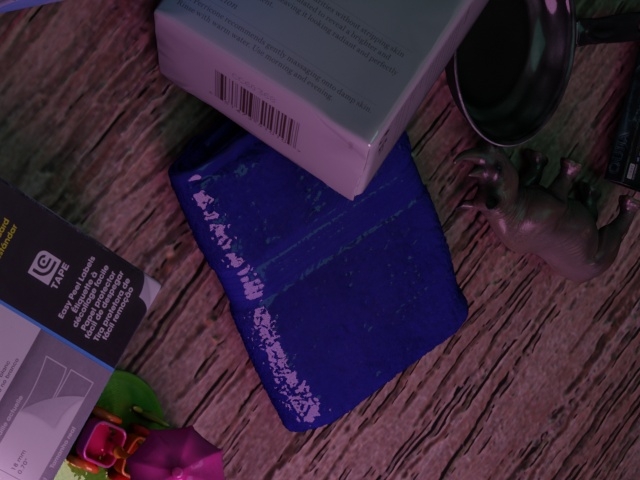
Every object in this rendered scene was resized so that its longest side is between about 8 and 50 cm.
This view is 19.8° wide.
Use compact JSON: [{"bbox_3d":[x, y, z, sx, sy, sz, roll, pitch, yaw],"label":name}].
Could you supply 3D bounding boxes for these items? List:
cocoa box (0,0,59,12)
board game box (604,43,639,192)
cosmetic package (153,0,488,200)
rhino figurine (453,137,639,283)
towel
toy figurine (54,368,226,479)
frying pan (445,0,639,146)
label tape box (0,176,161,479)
[{"bbox_3d":[-0.095,-0.304,1.231,0.231,0.347,0.228,-19,97,-35],"label":"cocoa box"},{"bbox_3d":[0.361,-0.141,1.929,0.126,0.026,0.186,15,91,-52],"label":"board game box"},{"bbox_3d":[0.051,-0.260,1.534,0.217,0.156,0.385,34,75,6],"label":"cosmetic package"},{"bbox_3d":[0.218,-0.034,1.828,0.243,0.073,0.106,26,81,-37],"label":"rhino figurine"},{"bbox_3d":[0.000,0.000,1.672,0.227,0.076,0.308,-34,120,-20],"label":"towel"},{"bbox_3d":[-0.131,0.198,1.553,0.173,0.159,0.130,31,81,-39],"label":"toy figurine"},{"bbox_3d":[0.221,-0.224,1.800,0.326,0.053,0.197,-41,127,-36],"label":"frying pan"},{"bbox_3d":[-0.318,0.054,1.409,0.333,0.106,0.241,36,77,-38],"label":"label tape box"}]
